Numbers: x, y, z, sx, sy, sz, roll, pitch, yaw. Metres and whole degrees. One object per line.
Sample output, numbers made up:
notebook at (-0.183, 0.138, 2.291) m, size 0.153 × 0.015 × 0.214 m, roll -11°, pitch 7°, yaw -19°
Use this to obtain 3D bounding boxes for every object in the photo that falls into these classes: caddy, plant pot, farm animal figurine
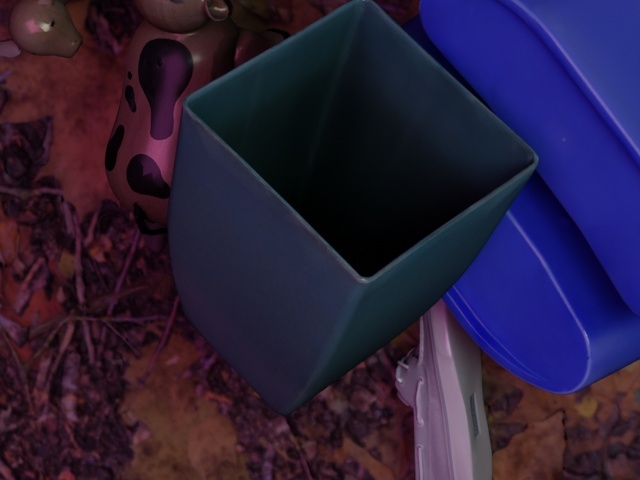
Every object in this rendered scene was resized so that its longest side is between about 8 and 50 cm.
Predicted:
caddy at (0.177, -0.066, 1.343) m, size 0.341 × 0.179 × 0.241 m, roll 54°, pitch 137°, yaw 6°
plant pot at (0.000, 0.000, 1.300) m, size 0.165 × 0.166 × 0.234 m, roll 45°, pitch 145°, yaw 17°
farm animal figurine at (-0.119, -0.158, 1.456) m, size 0.330 × 0.172 × 0.326 m, roll -2°, pitch 98°, yaw 24°

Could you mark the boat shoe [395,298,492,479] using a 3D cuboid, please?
boat shoe at (0.087, 0.111, 1.476) m, size 0.063 × 0.066 × 0.184 m, roll -3°, pitch 107°, yaw 23°
